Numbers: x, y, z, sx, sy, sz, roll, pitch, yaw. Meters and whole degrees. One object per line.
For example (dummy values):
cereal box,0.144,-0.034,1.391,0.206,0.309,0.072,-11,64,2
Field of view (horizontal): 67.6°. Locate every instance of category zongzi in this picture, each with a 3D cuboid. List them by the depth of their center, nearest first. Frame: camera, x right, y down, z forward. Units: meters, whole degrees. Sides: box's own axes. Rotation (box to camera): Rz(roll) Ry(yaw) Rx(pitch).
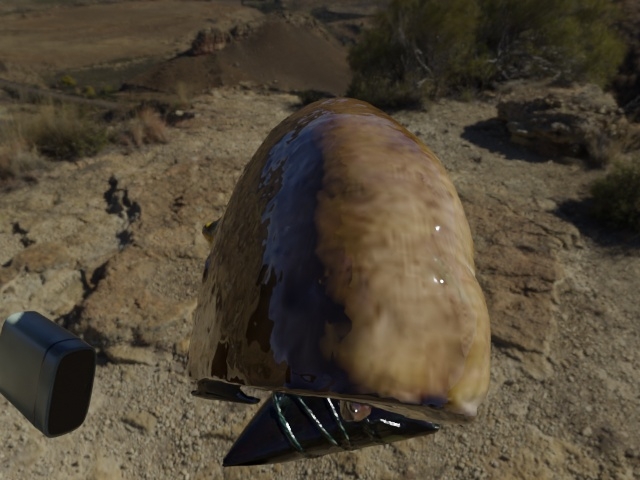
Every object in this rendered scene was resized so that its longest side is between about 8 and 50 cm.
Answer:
zongzi,-0.008,0.340,0.967,0.319,0.383,0.362,58,25,17

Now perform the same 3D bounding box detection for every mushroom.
mushroom,0.017,-0.027,0.500,0.224,0.313,0.398,15,69,-16

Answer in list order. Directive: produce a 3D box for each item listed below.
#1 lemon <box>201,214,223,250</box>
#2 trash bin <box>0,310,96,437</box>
lemon,-0.145,0.011,1.073,0.243,0.187,0.187,14,28,-15
trash bin,-0.351,0.165,0.606,0.129,0.116,0.059,18,9,31
